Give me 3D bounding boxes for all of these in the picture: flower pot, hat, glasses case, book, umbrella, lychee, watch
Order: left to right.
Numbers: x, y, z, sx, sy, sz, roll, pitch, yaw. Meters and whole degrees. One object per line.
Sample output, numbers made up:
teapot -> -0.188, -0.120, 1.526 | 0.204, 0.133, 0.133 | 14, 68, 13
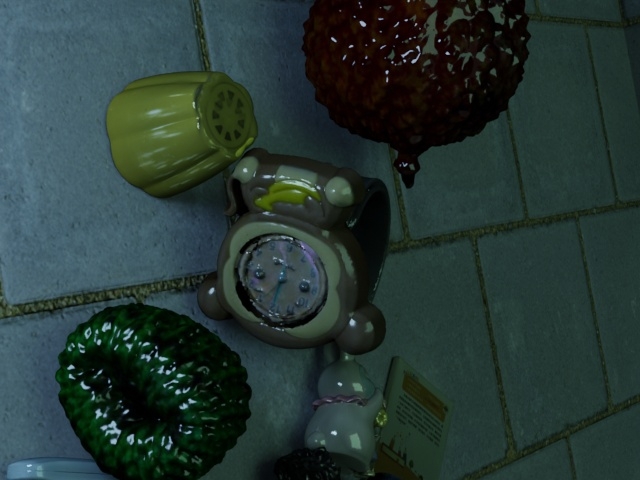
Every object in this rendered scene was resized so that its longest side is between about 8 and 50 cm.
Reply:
glasses case -> -0.350, 0.323, 1.703 | 0.178, 0.067, 0.045 | 15, 68, -48
hat -> -0.202, 0.211, 1.784 | 0.274, 0.242, 0.332 | 54, 16, 14
flower pot -> -0.205, -0.175, 1.914 | 0.195, 0.179, 0.195 | 14, 71, -46
watch -> 0.000, 0.000, 2.025 | 0.327, 0.314, 0.335 | -38, 136, -63
umbrella -> 0.014, 0.507, 2.039 | 0.128, 0.154, 0.336 | -20, 96, -37
book -> 0.172, 0.399, 2.367 | 0.208, 0.020, 0.295 | 42, 51, -37
lychee -> 0.171, -0.342, 2.248 | 0.425, 0.425, 0.500 | -3, 103, -51

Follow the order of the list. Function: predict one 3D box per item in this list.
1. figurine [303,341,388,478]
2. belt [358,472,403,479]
figurine -> 0.053, 0.283, 2.169 | 0.155, 0.127, 0.235 | 26, 57, -24
belt -> 0.117, 0.504, 2.177 | 0.082, 0.141, 0.190 | -41, 118, -50
